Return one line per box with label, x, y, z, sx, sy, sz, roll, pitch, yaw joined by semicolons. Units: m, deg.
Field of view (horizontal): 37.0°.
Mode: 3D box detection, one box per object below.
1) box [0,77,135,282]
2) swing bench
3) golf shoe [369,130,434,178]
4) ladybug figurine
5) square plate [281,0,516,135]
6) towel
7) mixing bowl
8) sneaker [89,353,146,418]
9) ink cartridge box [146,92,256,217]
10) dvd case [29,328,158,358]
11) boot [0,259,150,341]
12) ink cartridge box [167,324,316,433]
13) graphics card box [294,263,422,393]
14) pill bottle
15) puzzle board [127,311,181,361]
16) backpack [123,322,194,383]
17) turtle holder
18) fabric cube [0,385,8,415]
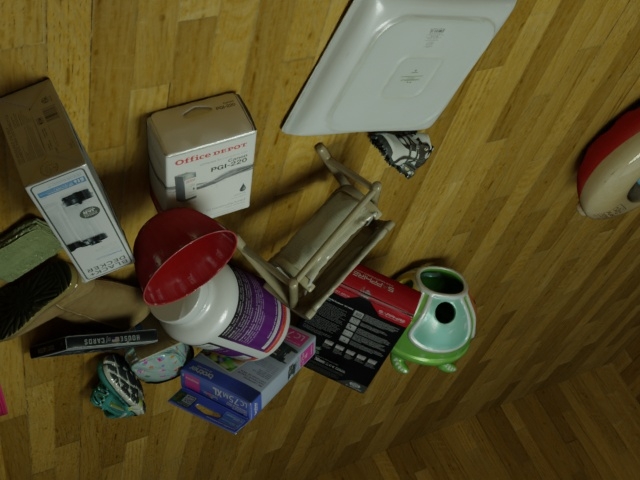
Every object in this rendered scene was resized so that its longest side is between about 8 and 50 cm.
box;-0.371;-0.079;1.412;0.087;0.169;0.290;-24;154;-8
swing bench;0.000;0.000;1.823;0.253;0.165;0.255;-48;154;-10
golf shoe;0.160;-0.185;1.841;0.094;0.077;0.198;-39;162;12
ladybug figurine;0.778;-0.221;2.255;0.449;0.162;0.305;-39;152;18
square plate;0.144;-0.297;1.649;0.347;0.049;0.344;-8;147;-36
towel;-0.503;0.016;1.609;0.148;0.027;0.110;-34;154;8
mixing bowl;-0.236;0.012;1.557;0.181;0.098;0.181;-34;160;-14
sneaker;-0.464;0.344;2.148;0.110;0.107;0.275;-14;151;-7
ink cartridge box;-0.196;-0.127;1.578;0.158;0.092;0.218;-19;150;-19
dvd case;-0.444;0.201;1.858;0.179;0.030;0.238;-2;171;-32
boot;-0.473;0.140;1.793;0.236;0.089;0.269;-27;158;12
ink cartridge box;-0.167;0.275;2.071;0.311;0.185;0.065;-44;146;-44
graphics card box;0.067;0.202;2.261;0.371;0.232;0.094;113;1;-49
pill bottle;-0.206;0.133;1.926;0.181;0.181;0.323;-35;152;13
puzzle board;-0.341;0.184;1.949;0.096;0.128;0.011;-24;134;-9
backpack;-0.350;0.235;2.042;0.152;0.115;0.182;-24;152;-4
turtle holder;0.242;0.174;2.413;0.243;0.320;0.227;-61;170;-52
fabric cube;-0.648;0.153;1.455;0.258;0.259;0.254;-17;152;-21
